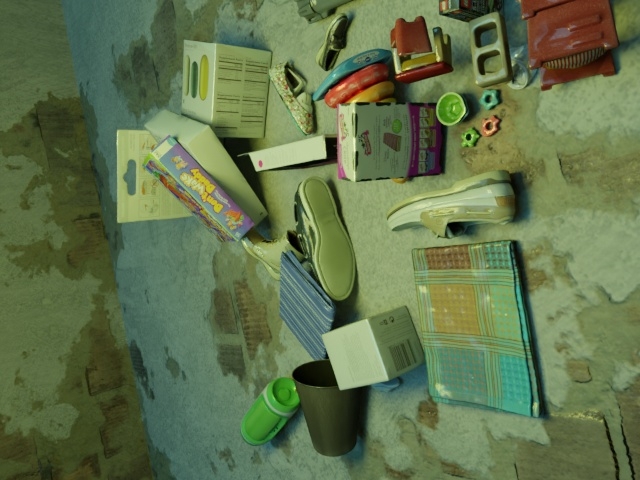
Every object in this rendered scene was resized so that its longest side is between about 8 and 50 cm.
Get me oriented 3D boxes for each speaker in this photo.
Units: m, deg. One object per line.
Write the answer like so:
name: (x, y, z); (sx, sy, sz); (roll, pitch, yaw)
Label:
speaker: (-0.171, 0.581, 1.667); (0.131, 0.131, 0.296); (55, 133, 26)

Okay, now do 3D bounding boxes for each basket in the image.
basket: (0.032, 0.474, 1.399); (0.204, 0.154, 0.227); (-3, 104, 14)

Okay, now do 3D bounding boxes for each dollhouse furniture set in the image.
dollhouse furniture set: (0.286, -0.327, 0.844); (0.374, 0.201, 0.152); (-7, 92, 32)

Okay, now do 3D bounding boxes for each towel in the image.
towel: (0.329, 0.192, 1.091); (0.271, 0.040, 0.370); (-8, 92, 48)
towel: (-0.042, 0.204, 1.442); (0.243, 0.040, 0.336); (48, 151, 29)

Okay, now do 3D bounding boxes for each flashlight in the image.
flashlight: (0.054, -0.624, 1.191); (0.304, 0.103, 0.103); (8, 77, 48)

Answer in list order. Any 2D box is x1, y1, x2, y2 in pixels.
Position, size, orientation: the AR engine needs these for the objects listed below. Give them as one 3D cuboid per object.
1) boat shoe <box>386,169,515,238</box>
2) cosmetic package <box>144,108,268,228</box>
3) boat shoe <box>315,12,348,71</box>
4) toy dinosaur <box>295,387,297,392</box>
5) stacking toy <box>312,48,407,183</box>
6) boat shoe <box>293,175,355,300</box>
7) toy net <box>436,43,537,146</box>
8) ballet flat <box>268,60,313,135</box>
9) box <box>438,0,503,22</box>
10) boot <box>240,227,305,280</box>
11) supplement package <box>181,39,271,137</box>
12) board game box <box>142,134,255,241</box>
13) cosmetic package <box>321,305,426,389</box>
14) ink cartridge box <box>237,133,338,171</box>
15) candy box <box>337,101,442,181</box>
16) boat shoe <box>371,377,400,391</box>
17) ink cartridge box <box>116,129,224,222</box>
boat shoe: (0.265, -0.054, 1.057); (0.302, 0.113, 0.103); (-20, 77, 48)
cosmetic package: (-0.359, -0.222, 1.578); (0.284, 0.097, 0.377); (25, 156, 42)
boat shoe: (0.038, -0.505, 1.270); (0.049, 0.056, 0.152); (55, 143, 19)
toy dinosaur: (-0.038, 0.469, 1.520); (0.112, 0.064, 0.211); (42, 162, 50)
stacking toy: (0.129, -0.269, 1.150); (0.302, 0.175, 0.166); (63, 158, -3)
boat shoe: (-0.004, 0.000, 1.364); (0.113, 0.127, 0.340); (-18, 92, 59)
toy net: (0.340, -0.288, 0.976); (0.232, 0.045, 0.122); (-39, 68, 45)
ballet flat: (-0.072, -0.409, 1.391); (0.077, 0.091, 0.241); (-35, 74, 22)
box: (0.280, -0.528, 0.909); (0.044, 0.159, 0.233); (7, 103, 47)
boot: (-0.143, 0.008, 1.529); (0.213, 0.077, 0.165); (47, 132, 2)
supplement package: (-0.298, -0.469, 1.540); (0.199, 0.198, 0.263); (27, 117, 43)
board game box: (-0.376, -0.144, 1.505); (0.347, 0.078, 0.233); (47, 161, -16)
cosmetic package: (0.131, 0.271, 1.243); (0.183, 0.151, 0.151); (-30, 75, 46)
ink cartridge box: (-0.048, -0.229, 1.325); (0.371, 0.176, 0.069); (3, 101, 48)
candy box: (0.150, -0.213, 1.055); (0.071, 0.233, 0.159); (20, 114, 58)
boat shoe: (0.175, 0.384, 1.311); (0.100, 0.035, 0.035); (-19, 111, 45)
ink cartridge box: (-0.517, -0.231, 1.692); (0.091, 0.385, 0.308); (26, 116, 42)
